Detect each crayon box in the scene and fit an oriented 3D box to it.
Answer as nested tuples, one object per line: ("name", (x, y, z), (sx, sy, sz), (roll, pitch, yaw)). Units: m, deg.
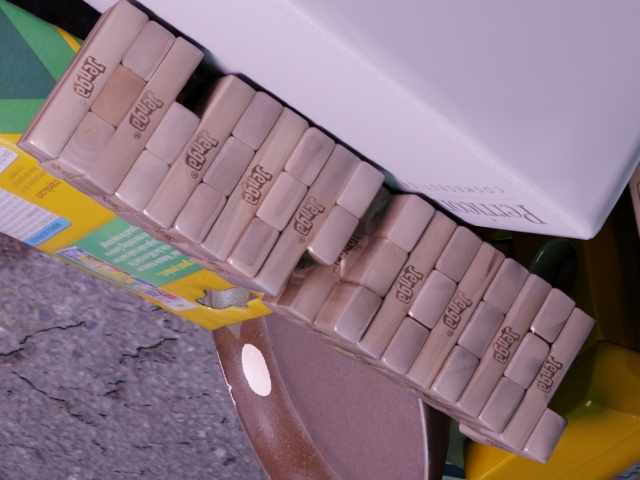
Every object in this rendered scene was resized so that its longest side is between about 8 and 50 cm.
("crayon box", (-0.163, -0.052, 0.878), (0.323, 0.083, 0.203), (27, 161, -18))

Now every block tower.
("block tower", (0.000, 0.000, 0.773), (0.335, 0.097, 0.091), (34, 171, -17))

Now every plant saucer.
("plant saucer", (0.004, 0.078, 0.990), (0.050, 0.311, 0.311), (-18, 146, -26))

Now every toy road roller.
("toy road roller", (0.246, 0.050, 0.931), (0.240, 0.203, 0.329), (20, 138, -26))

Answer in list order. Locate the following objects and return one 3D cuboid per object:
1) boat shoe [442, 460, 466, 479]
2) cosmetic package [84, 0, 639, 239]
("boat shoe", (0.122, 0.148, 1.141), (0.254, 0.095, 0.079), (0, 149, 26))
("cosmetic package", (-0.045, -0.188, 0.691), (0.453, 0.161, 0.230), (34, 170, -22))
